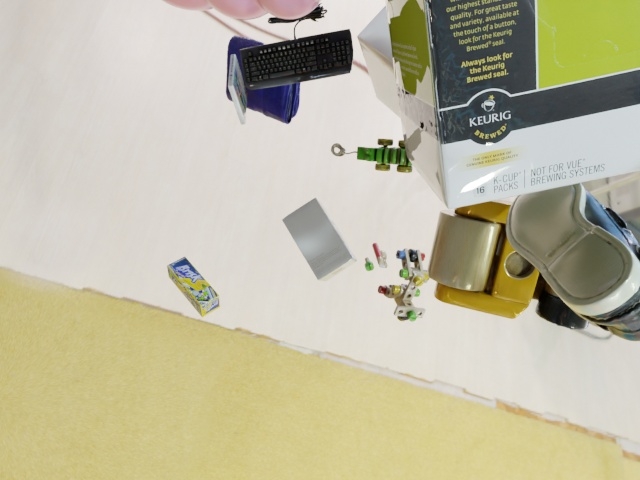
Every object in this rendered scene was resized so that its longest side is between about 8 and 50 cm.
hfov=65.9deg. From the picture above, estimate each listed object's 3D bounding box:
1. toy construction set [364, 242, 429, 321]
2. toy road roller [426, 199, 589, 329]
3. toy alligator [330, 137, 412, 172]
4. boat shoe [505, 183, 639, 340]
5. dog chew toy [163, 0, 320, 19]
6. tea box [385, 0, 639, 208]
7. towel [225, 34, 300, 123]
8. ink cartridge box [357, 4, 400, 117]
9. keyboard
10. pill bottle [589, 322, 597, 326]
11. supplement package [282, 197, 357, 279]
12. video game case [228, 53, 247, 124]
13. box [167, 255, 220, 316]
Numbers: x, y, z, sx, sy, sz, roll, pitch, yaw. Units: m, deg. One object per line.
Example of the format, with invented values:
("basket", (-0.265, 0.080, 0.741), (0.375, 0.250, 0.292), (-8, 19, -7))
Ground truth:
("toy construction set", (0.314, 0.168, 1.902), (0.308, 0.257, 0.237), (36, 24, -29))
("toy road roller", (0.383, 0.026, 0.976), (0.329, 0.240, 0.203), (12, 102, 8))
("toy alligator", (0.104, -0.152, 0.877), (0.051, 0.189, 0.056), (-41, 136, -70))
("boat shoe", (0.353, 0.012, 0.668), (0.113, 0.127, 0.340), (40, 19, -13))
("dog chew toy", (-0.131, -0.434, 0.746), (0.331, 0.207, 0.207), (27, 55, 16))
("tea box", (0.258, -0.246, 0.562), (0.328, 0.220, 0.324), (-11, 115, 2))
("towel", (-0.188, -0.536, 1.634), (0.076, 0.308, 0.228), (-23, 132, -45))
("ink cartridge box", (0.290, -0.472, 1.090), (0.395, 0.285, 0.166), (-47, 71, 2))
("keyboard", (-0.070, -0.539, 1.364), (0.033, 0.317, 0.202), (-22, 105, -79))
("pill bottle", (0.616, 0.132, 1.049), (0.116, 0.065, 0.065), (-24, 89, -24))
("supplement package", (0.000, 0.000, 1.244), (0.105, 0.105, 0.179), (-33, 80, 6))
("video game case", (-0.254, -0.465, 1.527), (0.019, 0.157, 0.143), (-5, 58, 4))
("box", (-0.337, 0.121, 1.308), (0.059, 0.054, 0.169), (-30, 58, -31))
